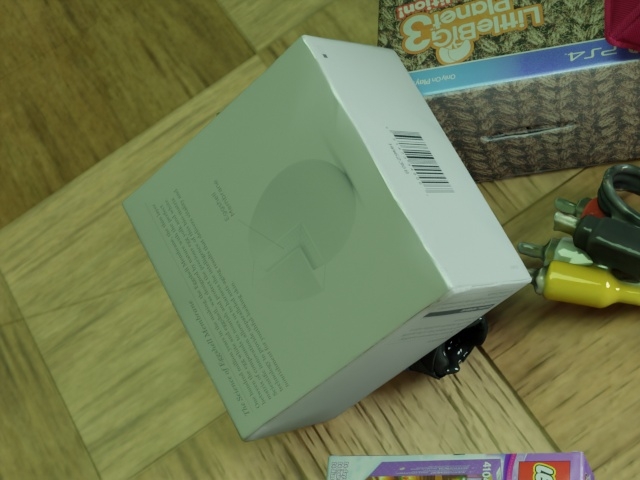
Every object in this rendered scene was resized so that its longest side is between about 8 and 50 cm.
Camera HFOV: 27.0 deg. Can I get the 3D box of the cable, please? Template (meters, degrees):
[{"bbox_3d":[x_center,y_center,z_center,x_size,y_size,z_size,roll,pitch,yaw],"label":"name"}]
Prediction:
[{"bbox_3d":[0.299,0.032,1.058,0.287,0.072,0.139,26,55,19],"label":"cable"}]

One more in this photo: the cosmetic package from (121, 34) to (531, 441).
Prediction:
[{"bbox_3d":[0.000,0.000,1.043,0.225,0.138,0.224,-38,71,29],"label":"cosmetic package"}]

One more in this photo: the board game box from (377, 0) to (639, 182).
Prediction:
[{"bbox_3d":[0.179,-0.214,1.183,0.232,0.141,0.291,-8,58,17],"label":"board game box"}]

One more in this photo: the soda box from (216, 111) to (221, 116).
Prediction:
[{"bbox_3d":[-0.076,-0.031,1.226,0.061,0.058,0.181,-1,60,22],"label":"soda box"}]

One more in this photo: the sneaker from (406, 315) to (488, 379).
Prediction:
[{"bbox_3d":[0.113,0.043,1.103,0.085,0.058,0.152,21,74,37],"label":"sneaker"}]

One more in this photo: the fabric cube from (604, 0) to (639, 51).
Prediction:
[{"bbox_3d":[0.386,-0.272,0.996,0.254,0.258,0.259,18,57,-16],"label":"fabric cube"}]

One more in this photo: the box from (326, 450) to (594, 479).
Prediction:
[{"bbox_3d":[0.092,0.299,0.959,0.201,0.057,0.293,-4,59,20],"label":"box"}]
